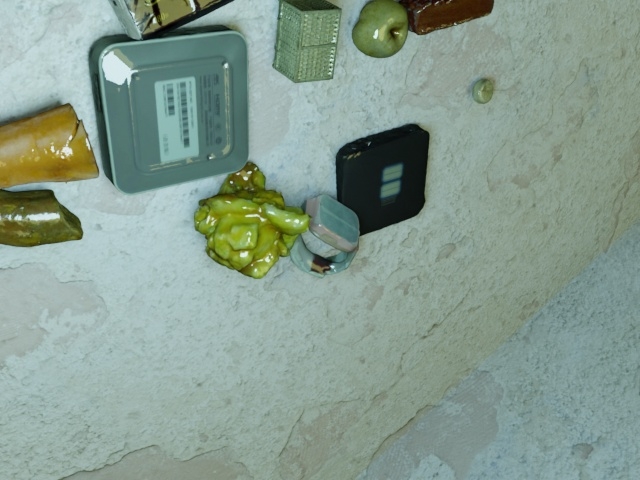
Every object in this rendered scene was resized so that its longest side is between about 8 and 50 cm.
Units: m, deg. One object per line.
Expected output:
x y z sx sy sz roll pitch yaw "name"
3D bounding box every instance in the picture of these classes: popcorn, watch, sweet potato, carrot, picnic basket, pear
-0.182 -0.034 2.007 0.325 0.321 0.290 -8 130 -52 "popcorn"
0.000 0.000 2.235 0.253 0.162 0.241 32 132 -23 "watch"
-0.759 -0.055 1.696 0.369 0.158 0.158 0 119 -30 "sweet potato"
-0.671 -0.199 1.632 0.254 0.196 0.196 -21 129 -20 "carrot"
-0.046 -0.541 1.868 0.134 0.154 0.196 -17 131 -32 "picnic basket"
0.173 -0.604 1.993 0.167 0.136 0.167 -20 128 -28 "pear"

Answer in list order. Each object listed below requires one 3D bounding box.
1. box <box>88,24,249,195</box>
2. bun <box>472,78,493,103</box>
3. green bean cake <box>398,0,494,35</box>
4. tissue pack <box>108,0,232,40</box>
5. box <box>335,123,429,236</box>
-0.371 -0.336 1.804 0.396 0.111 0.396 -17 126 -28 "box"
0.544 -0.507 2.373 0.086 0.054 0.086 -20 120 -38 "bun"
0.353 -0.679 2.028 0.232 0.198 0.097 -26 129 -15 "green bean cake"
-0.310 -0.607 1.588 0.370 0.210 0.198 -32 123 -14 "tissue pack"
0.205 -0.192 2.319 0.359 0.091 0.350 -20 129 -24 "box"
